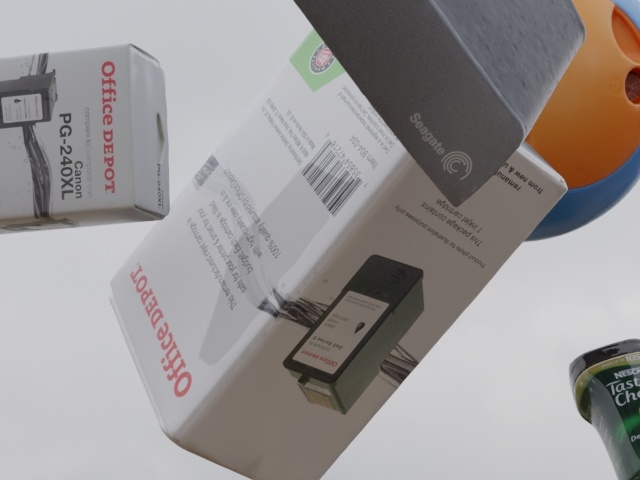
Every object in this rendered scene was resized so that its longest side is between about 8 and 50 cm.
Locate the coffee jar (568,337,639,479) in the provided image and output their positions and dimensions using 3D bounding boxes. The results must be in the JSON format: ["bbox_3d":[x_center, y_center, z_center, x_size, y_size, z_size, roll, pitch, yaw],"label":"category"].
[{"bbox_3d":[0.309,0.176,1.511,0.096,0.184,0.079,-17,-53,-5],"label":"coffee jar"}]

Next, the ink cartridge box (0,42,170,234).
[{"bbox_3d":[-0.179,-0.063,1.012,0.150,0.109,0.063,-5,-8,13],"label":"ink cartridge box"}]

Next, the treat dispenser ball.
[{"bbox_3d":[0.189,-0.142,1.505,0.288,0.288,0.288,-1,-17,0],"label":"treat dispenser ball"}]

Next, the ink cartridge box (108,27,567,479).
[{"bbox_3d":[0.000,0.000,1.028,0.115,0.198,0.273,32,-76,-32],"label":"ink cartridge box"}]

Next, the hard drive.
[{"bbox_3d":[0.030,-0.158,0.732,0.054,0.255,0.172,-29,14,34],"label":"hard drive"}]
